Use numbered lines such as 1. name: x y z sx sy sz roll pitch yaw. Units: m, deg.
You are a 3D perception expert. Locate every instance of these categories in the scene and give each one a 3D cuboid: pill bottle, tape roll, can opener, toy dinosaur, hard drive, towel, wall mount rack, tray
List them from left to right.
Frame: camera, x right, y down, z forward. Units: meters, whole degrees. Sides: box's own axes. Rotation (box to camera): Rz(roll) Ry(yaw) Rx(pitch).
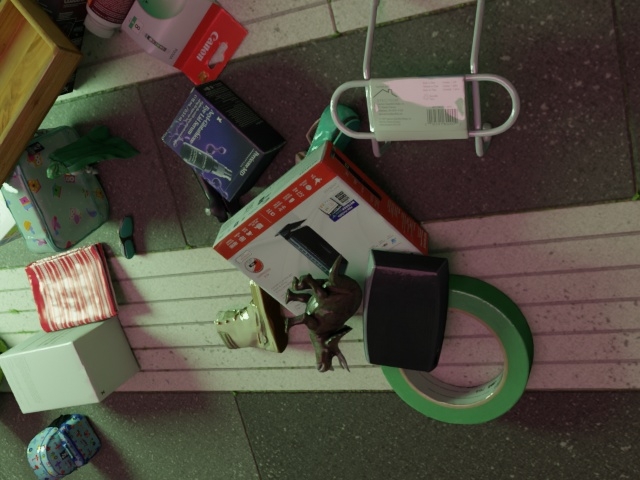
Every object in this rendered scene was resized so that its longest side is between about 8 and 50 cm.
1. tray: -0.677 -0.292 1.551 0.203 0.076 0.411 47 111 20
2. towel: -0.655 0.128 1.925 0.275 0.031 0.198 -15 91 28
3. pill bottle: -0.441 -0.508 1.552 0.086 0.086 0.152 41 121 3
4. can opener: -0.253 -0.124 1.658 0.186 0.073 0.059 59 160 -4
5. toy dinosaur: 0.018 0.125 1.506 0.160 0.121 0.313 10 126 -13
6. hard drive: 0.166 0.148 1.477 0.172 0.054 0.254 7 116 12
7. wall mount rack: 0.191 -0.304 1.339 0.350 0.130 0.304 3 116 23
8. tape roll: 0.281 0.232 1.549 0.321 0.077 0.321 9 114 21

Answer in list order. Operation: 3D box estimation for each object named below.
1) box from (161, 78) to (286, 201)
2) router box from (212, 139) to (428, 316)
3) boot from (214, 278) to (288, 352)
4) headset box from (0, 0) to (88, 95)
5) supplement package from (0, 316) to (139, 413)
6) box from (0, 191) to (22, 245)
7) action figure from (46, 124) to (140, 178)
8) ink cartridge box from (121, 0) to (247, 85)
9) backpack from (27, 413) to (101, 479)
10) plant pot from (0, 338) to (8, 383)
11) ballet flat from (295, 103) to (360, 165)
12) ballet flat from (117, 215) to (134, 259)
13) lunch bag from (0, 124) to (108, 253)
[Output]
1. box: -0.204 -0.213 1.559 0.207 0.108 0.153 42 121 3
2. router box: 0.000 0.000 1.517 0.301 0.082 0.335 40 124 -20
3. boot: -0.175 0.167 1.727 0.165 0.077 0.213 -2 113 27
4. headset box: -0.644 -0.496 1.635 0.218 0.110 0.293 28 120 11
5. supplement package: -0.668 0.329 1.957 0.293 0.175 0.177 -13 103 28
6. box: -0.784 -0.082 1.871 0.203 0.114 0.103 -37 92 31
7. action figure: -0.528 -0.187 1.642 0.137 0.232 0.063 27 120 13
8. ink cartridge box: -0.288 -0.441 1.534 0.225 0.056 0.181 45 122 3
9. backpack: -0.741 0.600 2.107 0.117 0.173 0.158 -17 102 29
10. plant pot: -1.048 0.404 2.133 0.275 0.275 0.293 42 106 3
11. ballet flat: -0.003 -0.177 1.511 0.087 0.083 0.247 48 125 28
12. ballet flat: -0.485 -0.009 1.814 0.041 0.041 0.114 9 114 21
13. lunch bag: -0.623 -0.127 1.722 0.108 0.224 0.279 -1 117 30
